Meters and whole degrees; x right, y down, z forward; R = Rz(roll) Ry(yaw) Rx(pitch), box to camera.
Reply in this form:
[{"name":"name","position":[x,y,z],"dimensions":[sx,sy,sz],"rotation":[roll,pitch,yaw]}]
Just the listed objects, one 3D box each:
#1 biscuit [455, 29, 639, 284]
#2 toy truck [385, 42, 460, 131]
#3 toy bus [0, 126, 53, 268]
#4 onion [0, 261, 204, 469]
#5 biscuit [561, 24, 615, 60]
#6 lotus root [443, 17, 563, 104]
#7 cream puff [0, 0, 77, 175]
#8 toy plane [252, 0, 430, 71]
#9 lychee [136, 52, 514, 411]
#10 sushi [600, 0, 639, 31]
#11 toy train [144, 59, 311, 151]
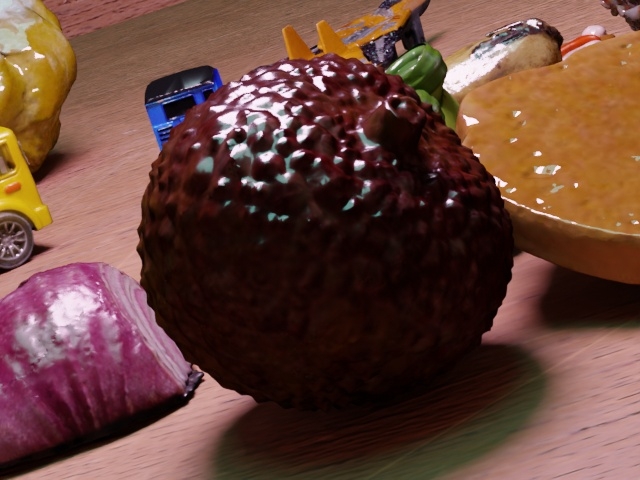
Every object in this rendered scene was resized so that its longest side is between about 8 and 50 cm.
[{"name":"biscuit","position":[0.277,-0.067,1.354],"dimensions":[0.351,0.057,0.312],"rotation":[-23,37,-22]},{"name":"toy truck","position":[0.057,-0.040,1.521],"dimensions":[0.210,0.148,0.187],"rotation":[-37,18,6]},{"name":"toy bus","position":[-0.459,-0.004,1.934],"dimensions":[0.330,0.152,0.144],"rotation":[-26,18,-26]},{"name":"onion","position":[-0.227,0.085,1.448],"dimensions":[0.247,0.111,0.250],"rotation":[-18,17,-5]},{"name":"biscuit","position":[0.231,-0.184,1.983],"dimensions":[0.205,0.049,0.324],"rotation":[-27,19,-32]},{"name":"lotus root","position":[0.128,-0.135,1.837],"dimensions":[0.258,0.097,0.110],"rotation":[-24,13,4]},{"name":"cream puff","position":[-0.449,-0.156,2.376],"dimensions":[0.323,0.270,0.274],"rotation":[-18,49,2]},{"name":"toy plane","position":[0.065,-0.245,2.295],"dimensions":[0.204,0.103,0.316],"rotation":[-5,13,35]},{"name":"lychee","position":[0.000,0.000,1.246],"dimensions":[0.260,0.261,0.260],"rotation":[-17,15,5]},{"name":"sushi","position":[0.475,-0.328,1.948],"dimensions":[0.417,0.176,0.417],"rotation":[-17,15,5]},{"name":"toy train","position":[-0.077,-0.130,1.973],"dimensions":[0.204,0.131,0.083],"rotation":[-17,15,4]}]
